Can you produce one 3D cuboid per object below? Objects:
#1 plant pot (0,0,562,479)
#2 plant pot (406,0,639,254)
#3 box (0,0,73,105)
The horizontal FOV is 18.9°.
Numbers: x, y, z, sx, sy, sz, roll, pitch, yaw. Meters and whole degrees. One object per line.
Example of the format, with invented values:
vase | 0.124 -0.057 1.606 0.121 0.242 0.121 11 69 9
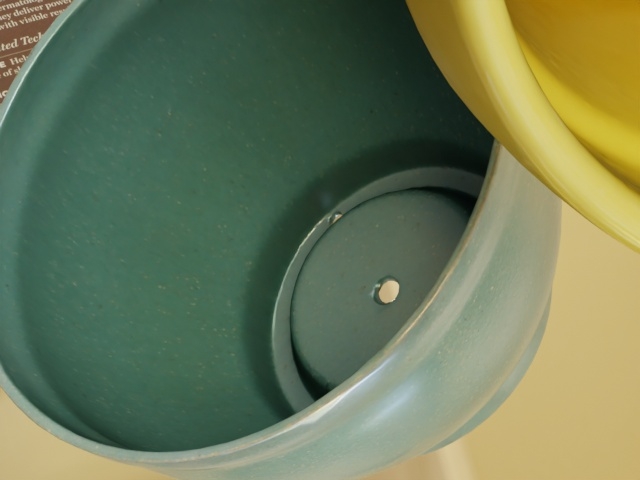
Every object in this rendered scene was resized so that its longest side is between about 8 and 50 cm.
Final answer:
plant pot | 0.000 0.000 0.953 0.196 0.293 0.293 39 22 -50
plant pot | 0.127 -0.138 0.621 0.239 0.254 0.254 -127 -155 -67
box | -0.184 -0.100 1.357 0.168 0.167 0.203 98 -32 -52
